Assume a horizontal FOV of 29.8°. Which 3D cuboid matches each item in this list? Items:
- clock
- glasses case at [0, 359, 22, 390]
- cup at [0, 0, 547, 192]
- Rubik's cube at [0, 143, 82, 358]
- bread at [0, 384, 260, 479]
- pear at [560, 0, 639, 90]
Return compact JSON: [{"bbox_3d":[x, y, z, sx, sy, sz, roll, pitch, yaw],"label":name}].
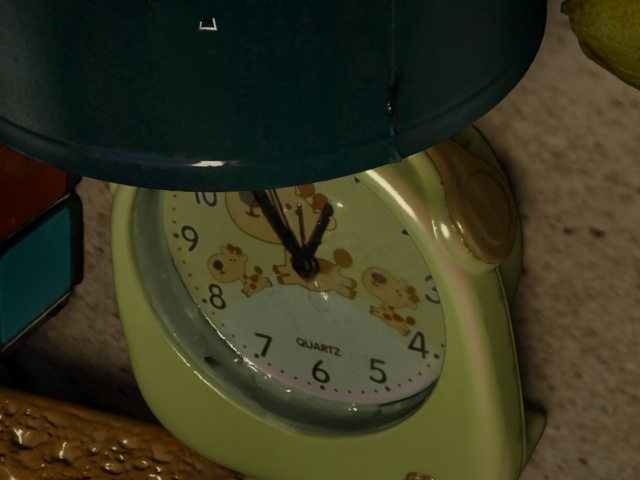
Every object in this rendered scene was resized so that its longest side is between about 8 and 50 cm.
[{"bbox_3d":[0.000,0.000,0.631,0.235,0.096,0.308,13,127,28],"label":"clock"},{"bbox_3d":[-0.257,0.157,0.933,0.087,0.065,0.248,-8,117,40],"label":"glasses case"},{"bbox_3d":[-0.036,-0.223,0.410,0.242,0.307,0.292,0,133,3],"label":"cup"},{"bbox_3d":[-0.264,-0.018,0.736,0.167,0.183,0.180,25,133,19],"label":"Rubik's cube"},{"bbox_3d":[-0.124,0.196,0.726,0.381,0.185,0.109,14,130,1],"label":"bread"},{"bbox_3d":[0.154,-0.102,0.454,0.131,0.107,0.107,-7,117,34],"label":"pear"}]
